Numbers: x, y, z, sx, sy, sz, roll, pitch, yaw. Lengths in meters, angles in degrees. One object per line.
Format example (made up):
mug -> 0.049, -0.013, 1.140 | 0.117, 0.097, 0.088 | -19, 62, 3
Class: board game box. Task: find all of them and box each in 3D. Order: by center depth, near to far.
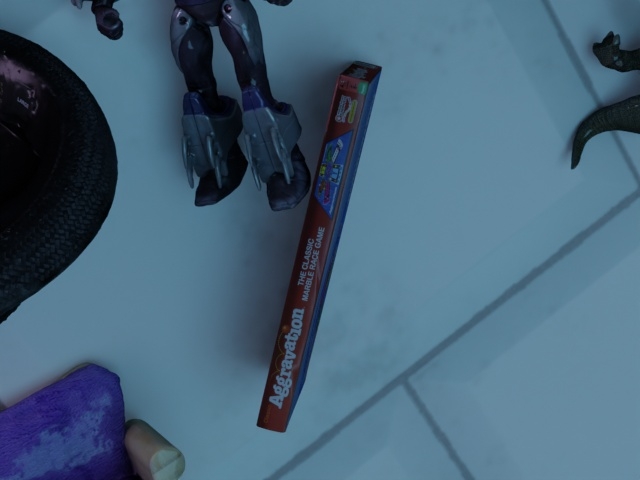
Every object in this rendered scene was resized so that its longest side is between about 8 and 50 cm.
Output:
board game box -> 0.000, 0.000, 1.190 | 0.027, 0.145, 0.281 | 14, 102, 4

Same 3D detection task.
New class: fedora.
fedora -> -0.303, -0.005, 1.027 | 0.334, 0.334, 0.152 | -19, 144, -16

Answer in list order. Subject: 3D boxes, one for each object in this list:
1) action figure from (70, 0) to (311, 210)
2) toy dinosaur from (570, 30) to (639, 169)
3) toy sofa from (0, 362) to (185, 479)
action figure -> -0.081, -0.165, 1.102 | 0.185, 0.099, 0.285 | -5, 115, 23
toy dinosaur -> 0.344, -0.171, 1.288 | 0.160, 0.121, 0.313 | 36, 87, -14
toy sofa -> -0.277, 0.240, 1.124 | 0.363, 0.150, 0.177 | -22, 98, -14
